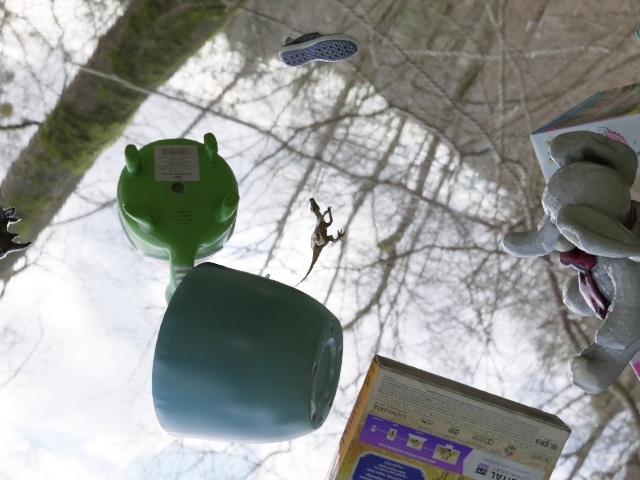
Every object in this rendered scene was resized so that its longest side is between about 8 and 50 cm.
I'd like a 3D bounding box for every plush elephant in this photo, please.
[{"bbox_3d":[0.387,0.002,1.146,0.255,0.330,0.272,35,-142,-6],"label":"plush elephant"}]

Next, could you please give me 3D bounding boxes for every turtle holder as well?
[{"bbox_3d":[-0.267,-0.038,1.622,0.243,0.227,0.320,-30,-110,-25],"label":"turtle holder"}]

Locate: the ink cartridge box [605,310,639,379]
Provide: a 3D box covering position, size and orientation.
[{"bbox_3d":[0.564,0.114,1.329,0.069,0.175,0.371,23,-140,-52],"label":"ink cartridge box"}]

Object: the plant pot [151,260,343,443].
[{"bbox_3d":[-0.098,0.194,1.321,0.235,0.293,0.293,7,-168,17],"label":"plant pot"}]

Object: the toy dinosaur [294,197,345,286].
[{"bbox_3d":[0.000,0.000,1.546,0.053,0.183,0.092,18,155,-24],"label":"toy dinosaur"}]

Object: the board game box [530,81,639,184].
[{"bbox_3d":[0.513,-0.182,1.243,0.224,0.098,0.303,-31,-166,-35],"label":"board game box"}]

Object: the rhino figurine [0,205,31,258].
[{"bbox_3d":[-0.552,-0.041,1.232,0.243,0.106,0.073,21,154,-2],"label":"rhino figurine"}]

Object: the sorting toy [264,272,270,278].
[{"bbox_3d":[-0.125,0.110,1.736,0.044,0.075,0.083,21,-146,-1],"label":"sorting toy"}]

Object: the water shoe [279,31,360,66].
[{"bbox_3d":[-0.003,-0.474,1.951,0.203,0.073,0.080,-4,-127,19],"label":"water shoe"}]

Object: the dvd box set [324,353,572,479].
[{"bbox_3d":[0.147,0.410,1.201,0.307,0.421,0.062,19,-172,-8],"label":"dvd box set"}]

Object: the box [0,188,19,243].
[{"bbox_3d":[-0.728,-0.005,1.493,0.148,0.121,0.311,-17,-176,25],"label":"box"}]

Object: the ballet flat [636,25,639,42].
[{"bbox_3d":[0.405,-0.201,0.949,0.041,0.041,0.114,-90,-25,-75],"label":"ballet flat"}]
